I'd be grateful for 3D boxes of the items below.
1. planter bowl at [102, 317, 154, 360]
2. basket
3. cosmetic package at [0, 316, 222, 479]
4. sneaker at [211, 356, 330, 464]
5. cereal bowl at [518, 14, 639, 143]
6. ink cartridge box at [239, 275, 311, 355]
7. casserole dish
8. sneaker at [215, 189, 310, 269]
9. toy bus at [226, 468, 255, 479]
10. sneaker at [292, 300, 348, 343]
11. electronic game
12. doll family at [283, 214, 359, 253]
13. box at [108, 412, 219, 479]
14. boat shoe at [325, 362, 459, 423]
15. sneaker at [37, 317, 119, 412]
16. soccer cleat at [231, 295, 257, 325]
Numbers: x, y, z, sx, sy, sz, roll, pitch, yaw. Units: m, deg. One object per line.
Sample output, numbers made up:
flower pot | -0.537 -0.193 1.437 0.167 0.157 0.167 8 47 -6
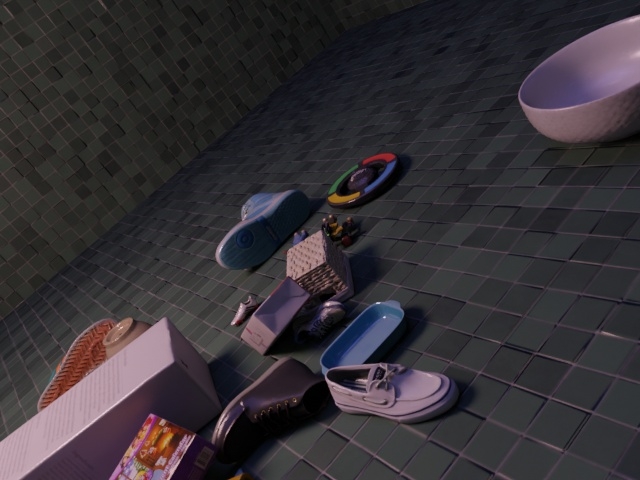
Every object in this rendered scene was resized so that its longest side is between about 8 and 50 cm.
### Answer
planter bowl | -0.494 0.271 1.646 0.162 0.109 0.162 -29 25 15
basket | -0.004 0.067 1.375 0.113 0.103 0.167 -31 25 12
cosmetic package | -0.442 0.386 1.293 0.453 0.161 0.230 -38 23 -5
sneaker | -0.086 0.299 1.080 0.222 0.083 0.118 -49 32 -20
cereal bowl | 0.573 -0.296 1.233 0.339 0.141 0.339 -29 25 15
ink cartridge box | -0.098 0.164 1.308 0.115 0.067 0.198 -48 -4 -28
casserole dish | 0.081 0.183 1.128 0.188 0.037 0.114 -44 25 -17
sneaker | -0.195 -0.030 1.796 0.319 0.127 0.208 -37 24 -27
toy bus | -0.170 0.423 0.932 0.202 0.104 0.191 -47 26 -25
sneaker | 0.000 0.169 1.258 0.135 0.052 0.058 -33 29 29
electronic game | 0.115 -0.165 1.719 0.229 0.048 0.229 -30 24 15
doll family | 0.000 0.000 1.543 0.193 0.076 0.111 -31 28 23
box | -0.309 0.448 1.057 0.201 0.057 0.293 -6 49 54
boat shoe | 0.098 0.228 0.971 0.226 0.076 0.083 -16 31 38
sneaker | -0.654 0.336 1.710 0.302 0.108 0.121 -54 18 -15
soccer cleat | -0.187 0.169 1.515 0.083 0.036 0.029 -42 25 -16
